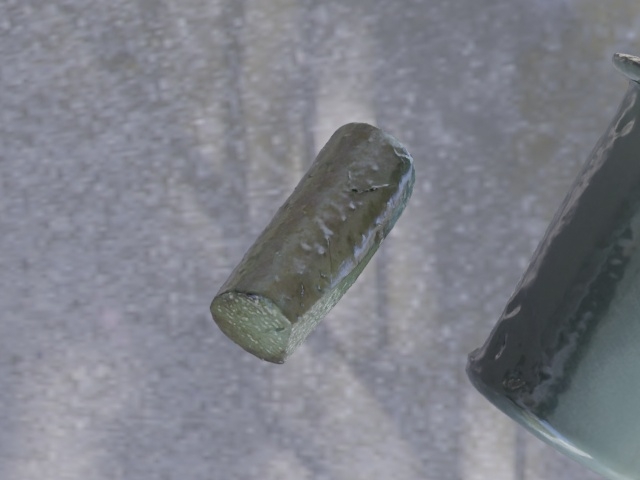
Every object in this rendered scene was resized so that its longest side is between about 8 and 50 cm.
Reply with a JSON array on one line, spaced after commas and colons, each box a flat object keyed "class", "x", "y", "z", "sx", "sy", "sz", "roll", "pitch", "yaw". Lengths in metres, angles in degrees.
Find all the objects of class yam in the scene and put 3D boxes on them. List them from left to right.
[{"class": "yam", "x": 0.000, "y": 0.000, "z": 1.211, "sx": 0.068, "sy": 0.068, "sz": 0.169, "roll": 54, "pitch": 47, "yaw": -24}]

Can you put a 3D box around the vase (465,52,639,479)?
[{"class": "vase", "x": 0.260, "y": 0.033, "z": 1.550, "sx": 0.245, "sy": 0.245, "sz": 0.291, "roll": 27, "pitch": 98, "yaw": -36}]
